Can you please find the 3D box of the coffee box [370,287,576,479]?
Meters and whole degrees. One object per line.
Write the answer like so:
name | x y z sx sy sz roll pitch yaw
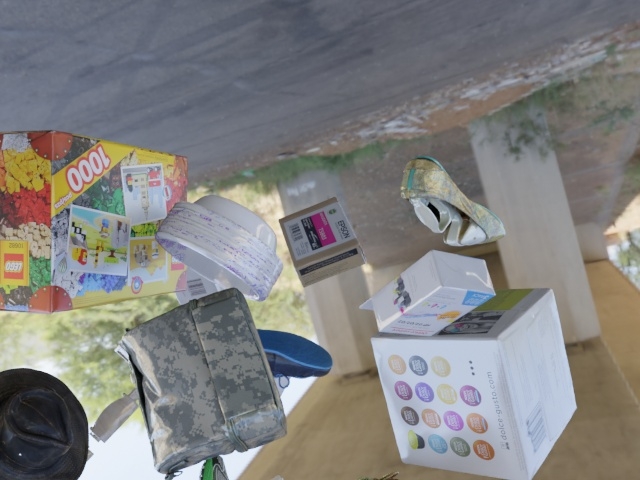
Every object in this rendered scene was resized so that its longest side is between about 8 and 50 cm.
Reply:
coffee box | 0.378 0.327 1.525 0.334 0.337 0.338 -7 -168 40

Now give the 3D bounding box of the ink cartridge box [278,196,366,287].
ink cartridge box | 0.000 0.000 1.795 0.193 0.088 0.234 -23 -138 -1

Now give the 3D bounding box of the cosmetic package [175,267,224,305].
cosmetic package | -0.425 0.053 2.241 0.155 0.196 0.365 -12 -146 5

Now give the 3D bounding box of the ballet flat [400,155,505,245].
ballet flat | 0.293 -0.054 1.399 0.123 0.123 0.348 -14 143 40

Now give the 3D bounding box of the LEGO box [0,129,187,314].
LEGO box | -0.531 -0.041 1.494 0.193 0.372 0.500 1 -178 20

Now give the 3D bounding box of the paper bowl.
paper bowl | -0.213 0.006 1.402 0.148 0.284 0.284 -62 -162 -17

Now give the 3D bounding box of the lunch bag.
lunch bag | -0.227 0.268 1.201 0.256 0.305 0.212 -18 156 -10

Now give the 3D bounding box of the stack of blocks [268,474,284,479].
stack of blocks | -0.111 0.945 2.085 0.087 0.297 0.171 -24 146 -8

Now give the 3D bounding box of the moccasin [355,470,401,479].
moccasin | 0.161 0.608 1.450 0.139 0.146 0.380 -21 179 -15

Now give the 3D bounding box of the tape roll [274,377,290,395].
tape roll | -0.223 0.473 2.388 0.246 0.169 0.246 26 -168 -6

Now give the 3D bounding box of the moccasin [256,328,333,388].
moccasin | -0.139 0.311 1.683 0.342 0.116 0.137 17 -155 -15

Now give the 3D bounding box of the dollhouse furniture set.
dollhouse furniture set | -0.665 0.485 1.924 0.355 0.174 0.303 -47 -174 -29

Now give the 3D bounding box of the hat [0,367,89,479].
hat | -0.667 0.442 1.485 0.134 0.331 0.331 -32 171 33

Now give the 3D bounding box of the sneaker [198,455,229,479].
sneaker | -0.208 0.677 1.506 0.146 0.343 0.134 -12 144 -21

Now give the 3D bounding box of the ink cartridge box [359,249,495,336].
ink cartridge box | 0.150 0.090 0.916 0.104 0.061 0.181 10 144 -31
